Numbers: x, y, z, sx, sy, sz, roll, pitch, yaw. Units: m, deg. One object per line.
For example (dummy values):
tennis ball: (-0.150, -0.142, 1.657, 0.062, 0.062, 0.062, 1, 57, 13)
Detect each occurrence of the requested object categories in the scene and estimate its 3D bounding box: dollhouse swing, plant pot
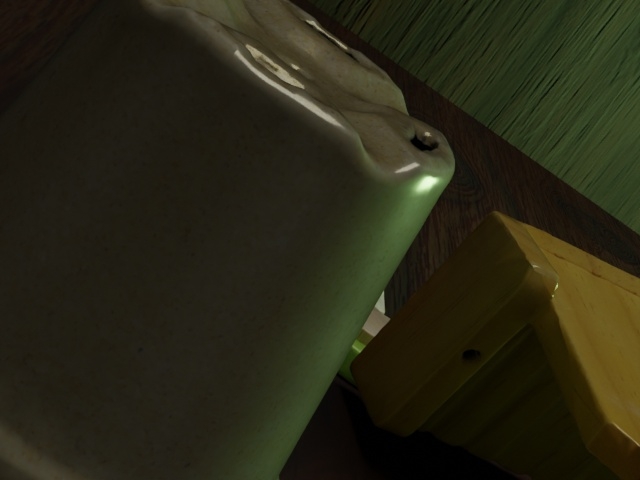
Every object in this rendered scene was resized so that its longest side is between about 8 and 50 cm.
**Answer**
dollhouse swing: (0.241, 0.193, 1.207, 0.347, 0.315, 0.305, 25, 38, -20)
plant pot: (-0.095, 0.005, 0.913, 0.334, 0.305, 0.334, 33, 16, -11)

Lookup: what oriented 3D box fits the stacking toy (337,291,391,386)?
stacking toy: (0.000, 0.000, 1.431, 0.280, 0.130, 0.309, 30, 18, -20)
